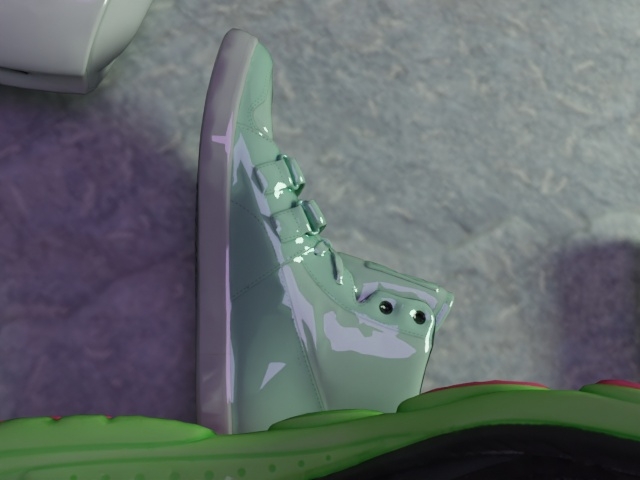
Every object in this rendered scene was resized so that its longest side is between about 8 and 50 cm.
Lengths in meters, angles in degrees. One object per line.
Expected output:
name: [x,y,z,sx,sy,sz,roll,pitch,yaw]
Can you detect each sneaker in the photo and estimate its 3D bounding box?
sneaker: [0.000,0.001,0.545,0.151,0.094,0.256,-1,83,-8]
sneaker: [0.014,0.175,0.382,0.482,0.185,0.202,-8,65,17]

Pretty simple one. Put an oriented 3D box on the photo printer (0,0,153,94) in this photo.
photo printer: [-0.200,-0.250,0.570,0.256,0.107,0.307,22,70,-5]
